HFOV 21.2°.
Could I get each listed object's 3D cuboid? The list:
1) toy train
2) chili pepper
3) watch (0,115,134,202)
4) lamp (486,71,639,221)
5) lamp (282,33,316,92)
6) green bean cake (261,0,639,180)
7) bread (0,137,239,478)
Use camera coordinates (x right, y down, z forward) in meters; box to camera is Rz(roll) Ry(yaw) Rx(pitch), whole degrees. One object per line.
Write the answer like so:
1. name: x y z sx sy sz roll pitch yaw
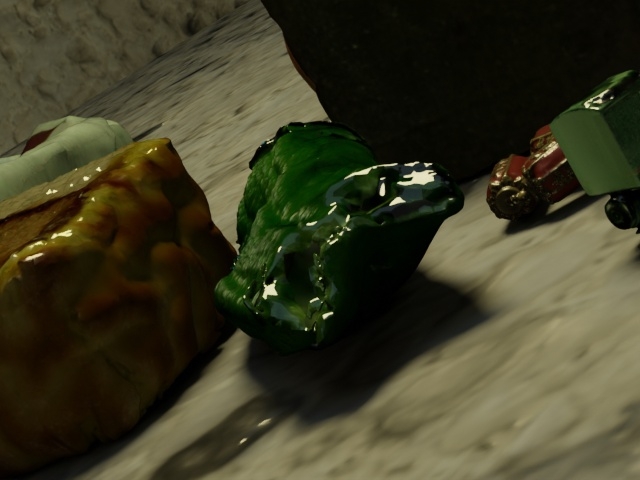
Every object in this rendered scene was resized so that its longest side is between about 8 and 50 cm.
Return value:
1. toy train: 0.117 -0.038 0.554 0.083 0.053 0.033 -36 12 -26
2. chili pepper: 0.002 0.002 0.656 0.098 0.061 0.224 -43 14 1
3. watch: -0.214 0.006 1.027 0.241 0.162 0.253 -20 10 -21
4. lamp: 0.099 -0.033 0.649 0.083 0.031 0.063 -29 9 20
5. lamp: 0.043 -0.134 0.969 0.136 0.136 0.136 -28 11 6
6. green bean cake: 0.070 -0.129 0.776 0.181 0.173 0.094 -22 11 40
7. bread: -0.143 0.041 0.763 0.222 0.096 0.181 -22 15 31
